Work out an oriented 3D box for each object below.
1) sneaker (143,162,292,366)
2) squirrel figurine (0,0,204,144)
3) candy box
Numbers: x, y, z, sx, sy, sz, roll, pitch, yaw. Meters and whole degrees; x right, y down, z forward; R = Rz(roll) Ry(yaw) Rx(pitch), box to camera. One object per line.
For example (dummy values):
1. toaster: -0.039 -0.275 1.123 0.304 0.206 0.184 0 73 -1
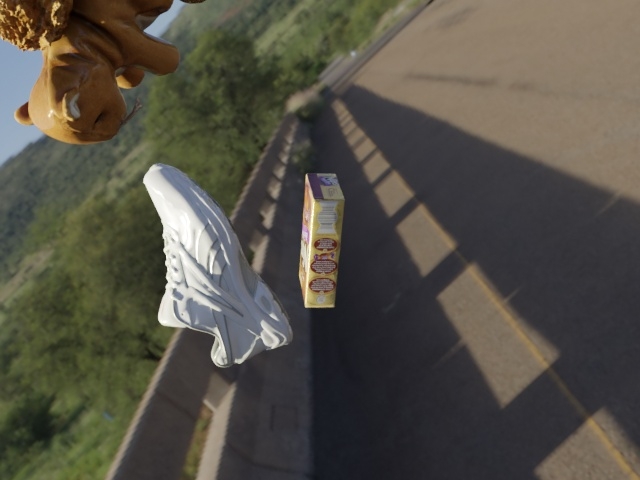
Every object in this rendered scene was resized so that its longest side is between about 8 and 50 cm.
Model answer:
1. sneaker: -0.126 0.034 0.958 0.115 0.232 0.090 -32 11 -6
2. squirrel figurine: -0.443 -0.375 1.662 0.281 0.397 0.370 10 72 40
3. candy box: 0.000 0.000 1.484 0.109 0.053 0.186 -105 16 -64
